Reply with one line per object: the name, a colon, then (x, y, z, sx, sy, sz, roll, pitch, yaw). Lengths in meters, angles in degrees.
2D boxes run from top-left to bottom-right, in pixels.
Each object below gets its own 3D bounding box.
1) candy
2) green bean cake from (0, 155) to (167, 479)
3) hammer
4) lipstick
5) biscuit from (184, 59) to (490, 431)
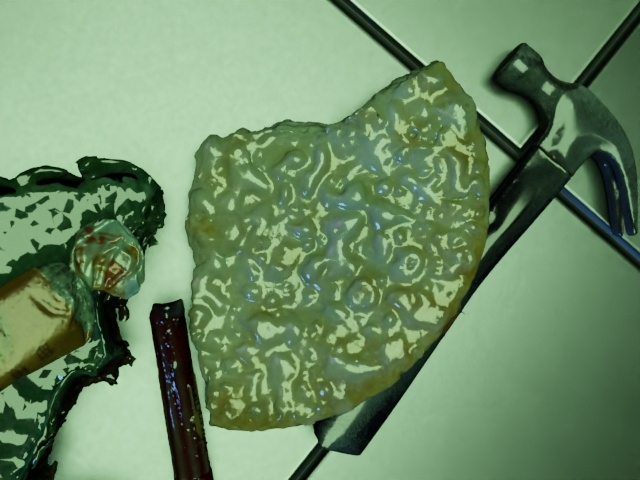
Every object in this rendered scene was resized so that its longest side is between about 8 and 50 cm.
candy: (-0.170, 0.052, 0.524, 0.182, 0.046, 0.053, -32, 94, -13)
green bean cake: (-0.176, 0.064, 0.598, 0.194, 0.107, 0.208, -8, 92, -11)
hammer: (0.097, 0.023, 0.670, 0.137, 0.037, 0.290, 39, 85, -5)
lipstick: (-0.083, 0.120, 0.628, 0.027, 0.027, 0.176, -9, 106, -8)
biscuit: (0.000, 0.000, 0.636, 0.188, 0.040, 0.265, 38, 92, 8)
